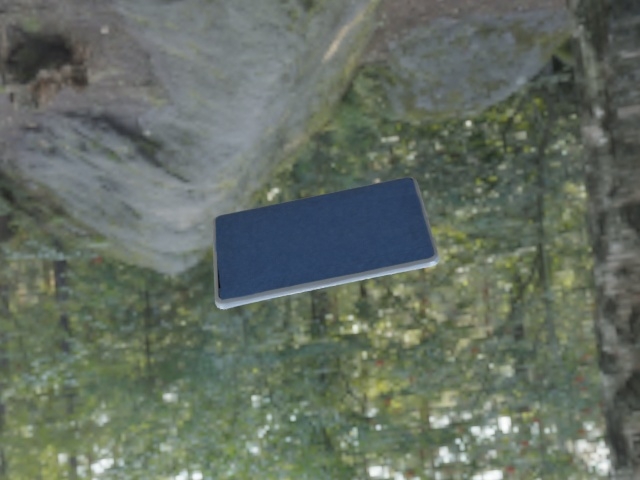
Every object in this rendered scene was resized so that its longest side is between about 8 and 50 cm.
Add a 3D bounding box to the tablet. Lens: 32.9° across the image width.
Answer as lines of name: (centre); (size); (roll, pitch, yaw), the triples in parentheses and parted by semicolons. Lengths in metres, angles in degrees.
tablet: (0.000, 0.000, 0.412); (0.083, 0.006, 0.054); (-11, -141, 2)
